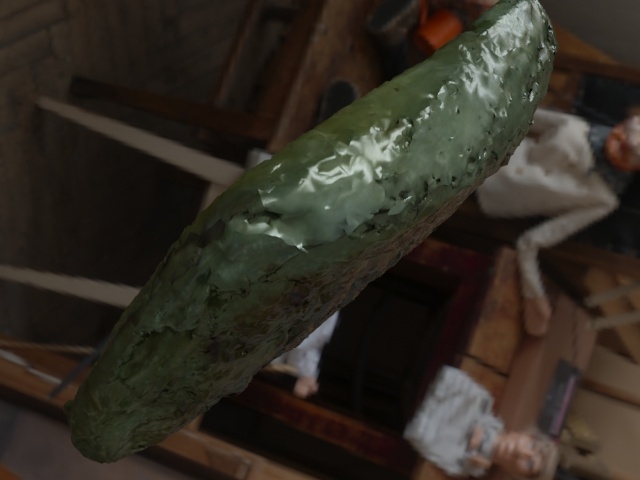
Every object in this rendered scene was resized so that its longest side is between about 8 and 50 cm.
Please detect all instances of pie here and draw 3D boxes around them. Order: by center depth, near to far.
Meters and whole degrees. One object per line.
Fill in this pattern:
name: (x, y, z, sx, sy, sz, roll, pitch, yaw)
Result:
pie: (0.000, 0.000, 0.393, 0.187, 0.041, 0.187, -41, 177, -2)
